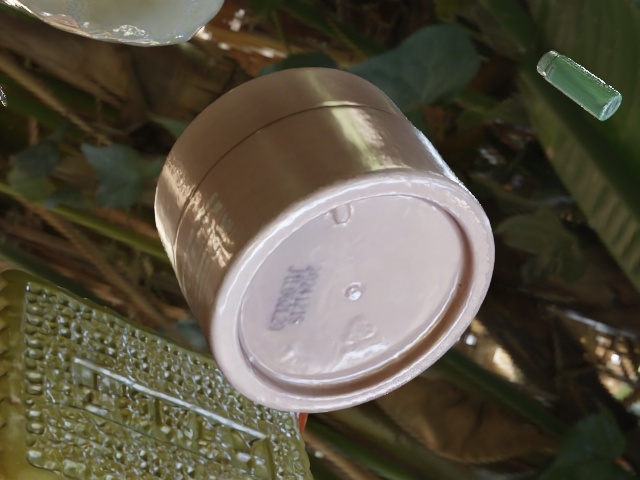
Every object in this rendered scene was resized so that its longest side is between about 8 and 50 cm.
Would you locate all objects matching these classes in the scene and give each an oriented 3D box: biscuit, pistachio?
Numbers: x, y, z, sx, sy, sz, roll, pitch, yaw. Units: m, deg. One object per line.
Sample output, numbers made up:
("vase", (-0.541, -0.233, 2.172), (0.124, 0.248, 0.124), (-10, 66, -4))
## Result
("biscuit", (-0.099, 0.119, 0.679), (0.029, 0.254, 0.172), (-43, -141, 24))
("pistachio", (-0.143, -0.199, 0.719), (0.238, 0.153, 0.137), (2, 72, -64))

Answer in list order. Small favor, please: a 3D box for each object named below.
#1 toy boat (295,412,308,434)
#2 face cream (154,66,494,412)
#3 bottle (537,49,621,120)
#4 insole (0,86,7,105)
("toy boat", (-0.042, 0.169, 1.190), (0.069, 0.059, 0.173), (-61, 165, -51))
("face cream", (0.000, 0.000, 0.551), (0.104, 0.149, 0.149), (57, -43, 46))
("bottle", (0.244, -0.148, 1.024), (0.030, 0.083, 0.030), (-36, 152, -22))
("insole", (-0.305, -0.247, 0.829), (0.111, 0.007, 0.327), (-128, -162, -54))
